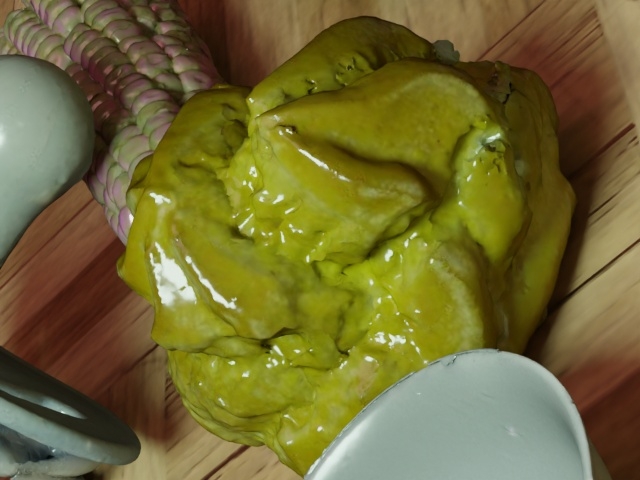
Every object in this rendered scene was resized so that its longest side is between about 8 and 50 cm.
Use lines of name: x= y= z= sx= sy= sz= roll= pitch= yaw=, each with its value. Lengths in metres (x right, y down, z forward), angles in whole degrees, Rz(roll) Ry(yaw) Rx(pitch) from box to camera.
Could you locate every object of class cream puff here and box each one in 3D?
cream puff: x=0.001 y=0.004 z=0.837 sx=0.221 sy=0.195 sz=0.195 roll=-45 pitch=31 yaw=27

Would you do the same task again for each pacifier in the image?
pacifier: x=-0.194 y=0.009 z=1.033 sx=0.299 sy=0.244 sz=0.233 roll=29 pitch=93 yaw=31

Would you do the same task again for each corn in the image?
corn: x=-0.108 y=-0.082 z=1.153 sx=0.126 sy=0.126 sz=0.335 roll=-52 pitch=36 yaw=10

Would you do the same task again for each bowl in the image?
bowl: x=0.058 y=0.143 z=0.698 sx=0.189 sy=0.086 sz=0.189 roll=-40 pitch=32 yaw=31
